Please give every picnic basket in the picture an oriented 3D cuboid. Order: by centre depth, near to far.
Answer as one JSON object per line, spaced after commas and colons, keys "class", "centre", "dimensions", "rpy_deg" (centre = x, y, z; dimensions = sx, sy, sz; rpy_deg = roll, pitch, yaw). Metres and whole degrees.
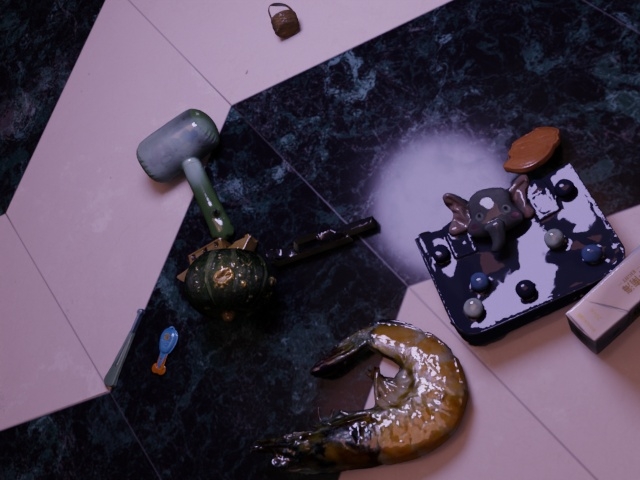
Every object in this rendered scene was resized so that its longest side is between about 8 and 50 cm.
{"class": "picnic basket", "centre": [-0.092, -0.546, 1.600], "dimensions": [0.072, 0.072, 0.083], "rpy_deg": [-25, 74, 15]}

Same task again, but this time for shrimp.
{"class": "shrimp", "centre": [0.056, 0.307, 1.247], "dimensions": [0.444, 0.085, 0.272], "rpy_deg": [-23, 60, 13]}

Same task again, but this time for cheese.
{"class": "cheese", "centre": [-0.353, 0.248, 1.482], "dimensions": [0.047, 0.017, 0.111], "rpy_deg": [11, 78, 30]}

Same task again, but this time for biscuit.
{"class": "biscuit", "centre": [0.404, -0.175, 1.248], "dimensions": [0.102, 0.019, 0.130], "rpy_deg": [-4, 41, 47]}

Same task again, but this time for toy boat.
{"class": "toy boat", "centre": [-0.232, 0.041, 1.476], "dimensions": [0.200, 0.057, 0.077], "rpy_deg": [-27, 58, 15]}

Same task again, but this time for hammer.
{"class": "hammer", "centre": [-0.294, -0.140, 1.542], "dimensions": [0.206, 0.119, 0.336], "rpy_deg": [-34, 69, 13]}

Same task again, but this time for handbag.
{"class": "handbag", "centre": [0.349, 0.010, 1.196], "dimensions": [0.325, 0.118, 0.269], "rpy_deg": [-28, 63, 11]}

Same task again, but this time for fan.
{"class": "fan", "centre": [-0.458, 0.249, 1.529], "dimensions": [0.038, 0.016, 0.193], "rpy_deg": [18, 81, 30]}

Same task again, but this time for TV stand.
{"class": "TV stand", "centre": [0.000, 0.000, 1.396], "dimensions": [0.249, 0.036, 0.042], "rpy_deg": [-19, 65, 17]}

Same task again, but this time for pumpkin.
{"class": "pumpkin", "centre": [-0.189, 0.094, 1.367], "dimensions": [0.190, 0.190, 0.146], "rpy_deg": [-29, 57, 13]}

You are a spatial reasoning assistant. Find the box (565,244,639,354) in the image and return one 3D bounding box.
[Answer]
{"class": "box", "centre": [0.517, 0.075, 1.074], "dimensions": [0.243, 0.155, 0.067], "rpy_deg": [-45, 60, 6]}
